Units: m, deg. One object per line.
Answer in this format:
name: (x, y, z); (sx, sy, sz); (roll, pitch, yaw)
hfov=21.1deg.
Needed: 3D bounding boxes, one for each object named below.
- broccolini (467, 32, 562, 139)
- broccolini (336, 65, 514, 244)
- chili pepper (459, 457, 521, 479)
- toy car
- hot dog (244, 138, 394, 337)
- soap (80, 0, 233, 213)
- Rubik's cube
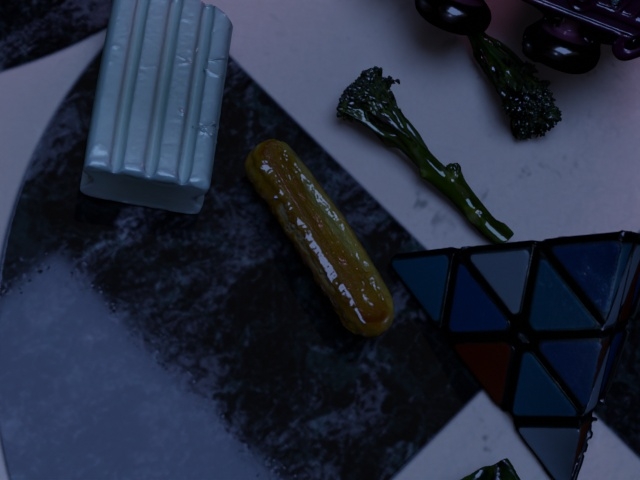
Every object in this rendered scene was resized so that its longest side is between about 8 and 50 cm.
broccolini: (0.180, -0.195, 1.729); (0.058, 0.074, 0.201); (-24, 71, -3)
broccolini: (0.104, -0.076, 1.678); (0.216, 0.058, 0.067); (46, 68, -3)
chili pepper: (0.162, 0.317, 1.499); (0.099, 0.083, 0.253); (-6, 65, -5)
toy car: (0.240, -0.330, 1.699); (0.340, 0.271, 0.240); (23, 25, 5)
hot dog: (0.000, 0.000, 1.614); (0.066, 0.047, 0.216); (-25, 74, -36)
soap: (-0.154, -0.134, 1.624); (0.119, 0.066, 0.198); (11, 66, -10)
Rubik's cube: (0.231, 0.037, 1.646); (0.250, 0.284, 0.234); (25, 37, 35)
